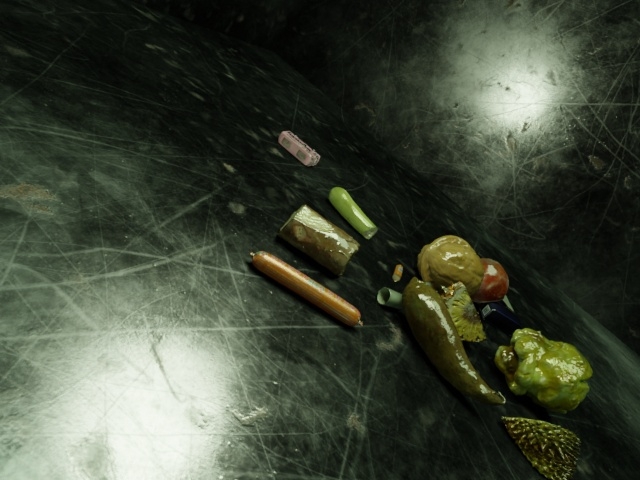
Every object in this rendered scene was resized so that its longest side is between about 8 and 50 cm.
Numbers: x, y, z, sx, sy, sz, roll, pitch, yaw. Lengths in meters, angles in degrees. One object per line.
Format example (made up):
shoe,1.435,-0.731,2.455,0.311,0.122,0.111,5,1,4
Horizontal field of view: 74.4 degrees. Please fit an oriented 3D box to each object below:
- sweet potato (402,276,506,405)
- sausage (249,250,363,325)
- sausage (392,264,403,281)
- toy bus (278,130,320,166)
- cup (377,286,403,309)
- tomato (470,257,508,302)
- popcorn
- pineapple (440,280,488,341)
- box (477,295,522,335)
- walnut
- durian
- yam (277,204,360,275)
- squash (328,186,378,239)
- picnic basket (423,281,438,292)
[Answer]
sweet potato,0.354,0.290,1.211,0.130,0.130,0.423,7,45,-47
sausage,-0.032,0.124,1.082,0.347,0.053,0.053,33,26,-9
sausage,0.282,0.115,1.530,0.031,0.031,0.107,39,25,2
toy bus,-0.099,-0.410,1.880,0.203,0.063,0.090,41,29,11
cup,0.218,0.185,1.323,0.083,0.075,0.055,23,65,-34
tomato,0.672,0.151,1.739,0.214,0.155,0.181,-7,35,-24
popcorn,0.721,0.419,1.364,0.276,0.226,0.276,19,-14,5
pineapple,0.451,0.256,1.404,0.233,0.135,0.079,60,-1,-13
box,0.746,0.275,1.811,0.168,0.071,0.259,31,25,-13
walnut,0.491,0.099,1.604,0.257,0.257,0.224,27,-5,-22
durian,0.620,0.556,1.154,0.252,0.144,0.139,24,7,-17
yam,-0.001,0.001,1.255,0.238,0.129,0.128,36,-10,-4
squash,0.122,-0.113,1.649,0.250,0.083,0.083,49,28,18
picnic basket,0.374,0.191,1.493,0.065,0.083,0.083,-9,96,-58
